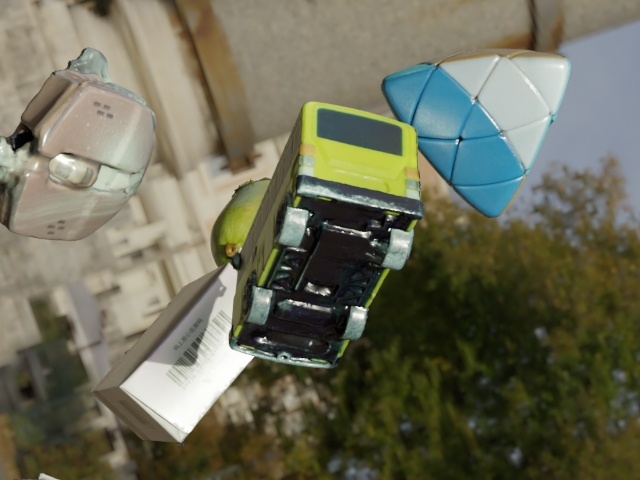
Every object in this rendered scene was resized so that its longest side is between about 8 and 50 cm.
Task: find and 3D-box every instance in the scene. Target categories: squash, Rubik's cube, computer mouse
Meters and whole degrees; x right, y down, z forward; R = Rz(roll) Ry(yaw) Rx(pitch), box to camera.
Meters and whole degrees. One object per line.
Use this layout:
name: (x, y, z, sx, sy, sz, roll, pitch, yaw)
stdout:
squash: (-0.084, -0.006, 1.927, 0.187, 0.123, 0.123, -58, 132, -69)
Rubik's cube: (0.248, -0.155, 1.979, 0.254, 0.254, 0.254, 160, -90, -80)
computer mouse: (-0.239, -0.083, 1.469, 0.199, 0.115, 0.389, -64, 180, 8)

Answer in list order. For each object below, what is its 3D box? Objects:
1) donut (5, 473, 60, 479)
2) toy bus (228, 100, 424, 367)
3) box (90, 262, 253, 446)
donut: (-0.252, 0.321, 1.176, 0.103, 0.270, 0.270, 11, -49, 31)
toy bus: (0.000, 0.000, 1.437, 0.262, 0.128, 0.150, 117, -20, -48)
box: (-0.174, 0.148, 1.865, 0.106, 0.200, 0.299, 43, -15, -8)
